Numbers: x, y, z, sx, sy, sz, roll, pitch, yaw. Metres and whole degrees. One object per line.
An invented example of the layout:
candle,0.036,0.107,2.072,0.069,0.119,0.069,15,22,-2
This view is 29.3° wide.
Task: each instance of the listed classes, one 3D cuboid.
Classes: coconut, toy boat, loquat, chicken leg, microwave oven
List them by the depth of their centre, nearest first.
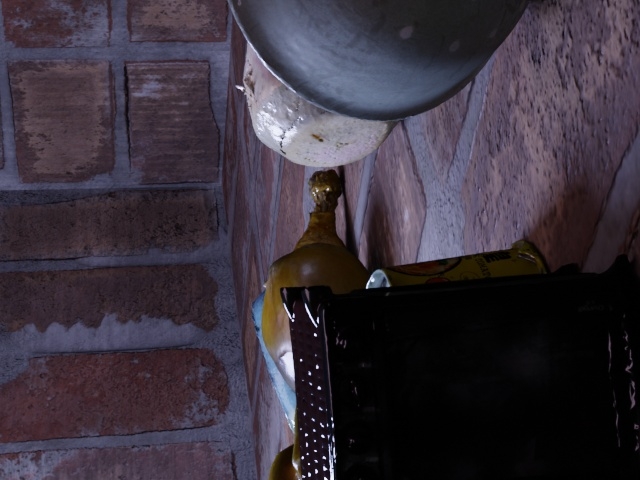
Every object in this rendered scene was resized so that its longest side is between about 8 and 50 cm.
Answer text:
microwave oven,0.106,0.111,0.928,0.188,0.248,0.178,154,111,-81
coconut,0.000,-0.219,1.574,0.224,0.224,0.234,107,147,-61
loquat,0.002,0.115,1.728,0.179,0.179,0.227,105,158,-59
chicken leg,0.000,-0.001,1.948,0.087,0.107,0.251,70,-160,-63
toy boat,-0.008,0.200,1.970,0.215,0.123,0.330,58,-171,-47

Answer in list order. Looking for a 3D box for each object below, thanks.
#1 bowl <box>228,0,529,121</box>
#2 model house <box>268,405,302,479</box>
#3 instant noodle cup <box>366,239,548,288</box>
bowl,0.084,-0.251,0.978,0.146,0.313,0.313,7,99,58
model house,0.035,0.226,1.523,0.268,0.173,0.239,-94,13,-60
instant noodle cup,0.120,0.091,1.117,0.182,0.144,0.182,179,90,-80
